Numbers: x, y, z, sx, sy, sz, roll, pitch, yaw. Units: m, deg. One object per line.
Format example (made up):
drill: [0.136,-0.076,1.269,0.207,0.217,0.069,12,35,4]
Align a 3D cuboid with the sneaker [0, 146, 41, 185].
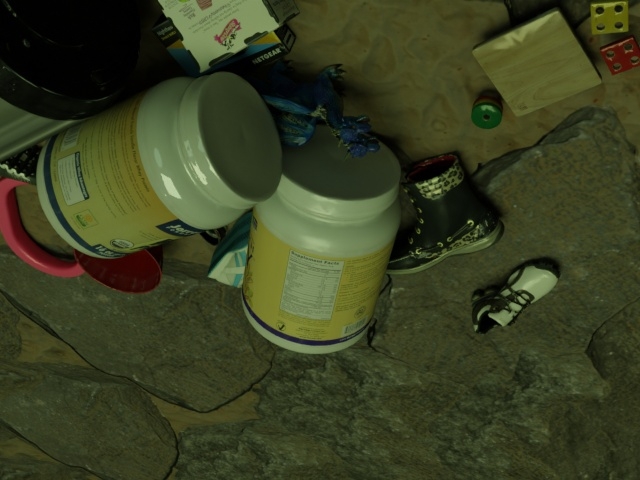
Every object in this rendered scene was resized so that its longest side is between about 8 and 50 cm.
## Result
sneaker: [-0.618,-0.156,1.623,0.234,0.078,0.106,25,142,-2]

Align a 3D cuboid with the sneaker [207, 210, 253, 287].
sneaker: [-0.133,0.019,1.642,0.092,0.087,0.229,24,146,-19]

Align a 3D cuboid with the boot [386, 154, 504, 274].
boot: [0.171,-0.042,1.460,0.236,0.085,0.178,-18,126,27]

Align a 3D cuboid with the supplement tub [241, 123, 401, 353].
supplement tub: [0.000,0.000,1.429,0.241,0.241,0.331,15,130,4]

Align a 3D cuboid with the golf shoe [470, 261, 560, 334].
golf shoe: [0.354,0.112,1.556,0.077,0.094,0.198,34,135,-16]

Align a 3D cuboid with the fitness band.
fitness band: [-0.557,-0.034,1.750,0.209,0.054,0.290,15,138,4]

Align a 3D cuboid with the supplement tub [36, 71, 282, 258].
supplement tub: [-0.238,-0.110,1.279,0.316,0.228,0.228,-15,129,31]

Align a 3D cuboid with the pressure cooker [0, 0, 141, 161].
pressure cooker: [-0.518,-0.289,1.216,0.421,0.369,0.375,-19,124,30]

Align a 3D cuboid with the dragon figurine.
dragon figurine: [-0.044,-0.203,1.310,0.289,0.144,0.085,10,138,9]

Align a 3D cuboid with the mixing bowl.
mixing bowl: [-0.385,0.011,1.703,0.182,0.098,0.181,10,139,9]

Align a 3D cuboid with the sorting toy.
sorting toy: [0.312,-0.258,1.197,0.275,0.046,0.132,-20,126,36]

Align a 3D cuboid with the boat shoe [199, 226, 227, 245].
boat shoe: [-0.231,-0.044,1.632,0.049,0.042,0.133,-18,127,37]

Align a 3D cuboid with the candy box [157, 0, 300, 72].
candy box: [-0.156,-0.371,1.173,0.159,0.071,0.233,-20,107,36]

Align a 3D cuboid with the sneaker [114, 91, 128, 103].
sneaker: [-0.304,-0.176,1.461,0.296,0.104,0.147,11,144,14]

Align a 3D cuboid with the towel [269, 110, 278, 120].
towel: [-0.100,-0.193,1.429,0.119,0.029,0.067,27,138,-11]

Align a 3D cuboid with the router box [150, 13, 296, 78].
router box: [-0.147,-0.313,1.301,0.179,0.046,0.133,-18,127,34]
